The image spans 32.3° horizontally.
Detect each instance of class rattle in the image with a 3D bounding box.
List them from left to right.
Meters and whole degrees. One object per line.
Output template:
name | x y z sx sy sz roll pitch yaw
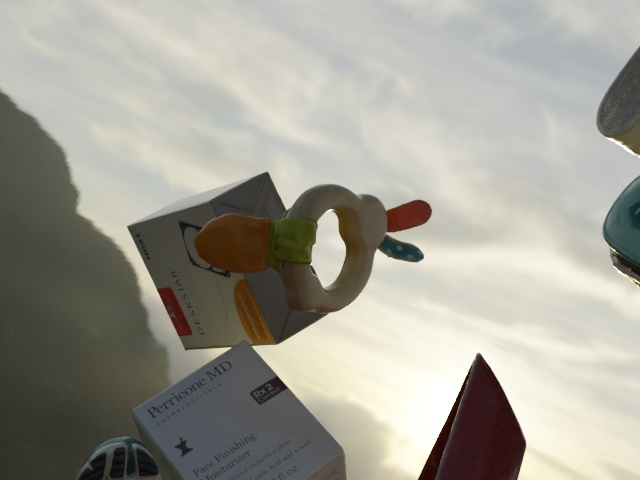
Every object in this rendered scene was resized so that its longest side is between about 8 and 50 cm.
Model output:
rattle | 0.000 0.000 1.113 0.142 0.199 0.130 -18 -81 42

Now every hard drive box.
hard drive box | -0.114 0.032 1.321 0.232 0.089 0.181 -13 -76 57

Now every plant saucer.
plant saucer | 0.049 0.234 0.634 0.047 0.259 0.258 21 -36 7

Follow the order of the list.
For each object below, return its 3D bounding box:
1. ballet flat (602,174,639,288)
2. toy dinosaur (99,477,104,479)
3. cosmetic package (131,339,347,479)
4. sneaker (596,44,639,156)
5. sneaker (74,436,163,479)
ballet flat | 0.313 0.048 0.761 0.139 0.139 0.400 27 15 -10
toy dinosaur | -0.221 0.354 0.971 0.118 0.268 0.064 35 -2 -12
cosmetic package | -0.082 0.240 1.174 0.183 0.151 0.151 43 -26 34
sneaker | 0.422 -0.186 1.086 0.169 0.292 0.108 29 19 -25
sneaker | -0.211 0.307 1.127 0.107 0.275 0.110 0 30 -11
